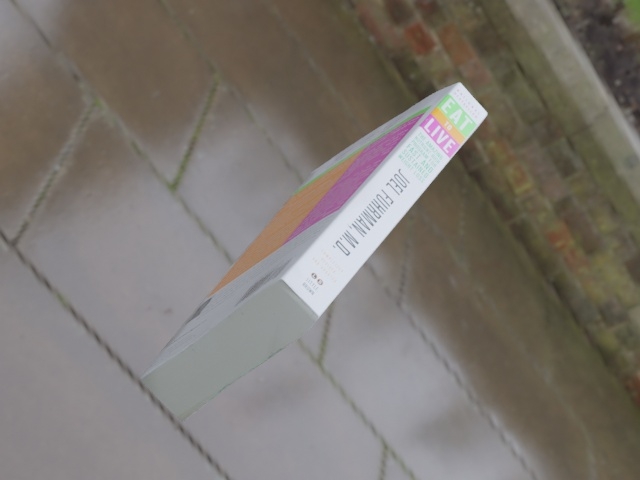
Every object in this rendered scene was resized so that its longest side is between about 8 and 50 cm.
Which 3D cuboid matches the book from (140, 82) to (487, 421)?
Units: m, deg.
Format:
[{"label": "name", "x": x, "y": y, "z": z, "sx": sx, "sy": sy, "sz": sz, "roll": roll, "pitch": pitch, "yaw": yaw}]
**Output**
[{"label": "book", "x": 0.000, "y": 0.000, "z": 0.525, "sx": 0.035, "sy": 0.096, "sz": 0.144, "roll": 47, "pitch": 45, "yaw": -5}]
